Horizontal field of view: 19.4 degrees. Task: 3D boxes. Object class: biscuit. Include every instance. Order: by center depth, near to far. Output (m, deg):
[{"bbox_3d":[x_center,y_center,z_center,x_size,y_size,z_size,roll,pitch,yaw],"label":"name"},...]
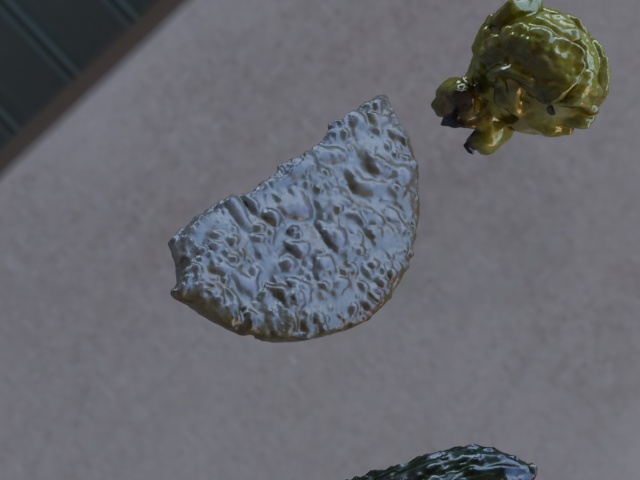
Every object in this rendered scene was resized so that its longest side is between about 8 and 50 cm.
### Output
[{"bbox_3d":[-0.001,0.001,1.430,0.141,0.290,0.038,50,-41,3],"label":"biscuit"}]

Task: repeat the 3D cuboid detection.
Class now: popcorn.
[{"bbox_3d":[0.241,-0.181,2.181,0.168,0.195,0.173,34,32,-4],"label":"popcorn"}]

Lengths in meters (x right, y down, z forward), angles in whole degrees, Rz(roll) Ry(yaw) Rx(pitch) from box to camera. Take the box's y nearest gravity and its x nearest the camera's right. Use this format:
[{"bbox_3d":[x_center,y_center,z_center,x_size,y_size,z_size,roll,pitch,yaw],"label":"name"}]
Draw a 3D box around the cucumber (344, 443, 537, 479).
[{"bbox_3d":[-0.004,0.228,1.406,0.096,0.359,0.096,-15,90,-75],"label":"cucumber"}]
